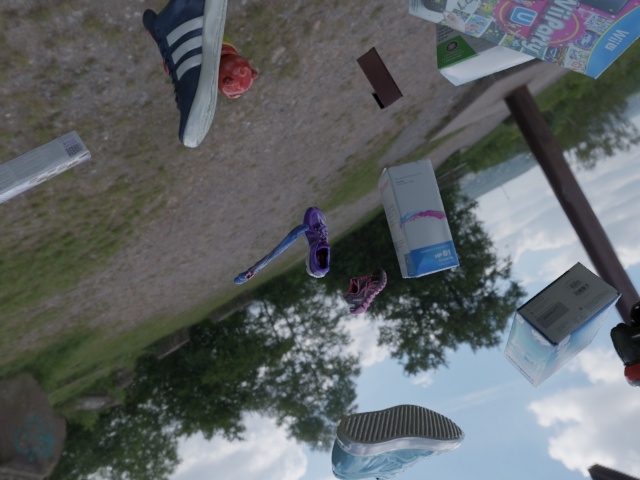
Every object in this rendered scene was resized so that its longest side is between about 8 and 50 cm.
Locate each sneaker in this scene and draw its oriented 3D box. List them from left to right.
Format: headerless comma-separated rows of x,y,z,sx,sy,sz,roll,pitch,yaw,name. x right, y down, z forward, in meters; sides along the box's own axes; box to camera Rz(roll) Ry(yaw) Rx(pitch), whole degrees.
-0.273,-0.361,0.966,0.147,0.351,0.131,7,178,-8,sneaker
0.000,0.000,1.164,0.068,0.170,0.071,-4,170,-24,sneaker
0.084,0.086,0.954,0.047,0.057,0.119,-17,-155,49,sneaker
0.178,0.491,1.180,0.365,0.150,0.135,9,-161,-26,sneaker
0.641,0.150,0.878,0.275,0.135,0.098,-24,156,-4,sneaker

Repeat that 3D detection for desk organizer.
0.132,-0.371,1.140,0.050,0.130,0.047,-35,-167,0,desk organizer

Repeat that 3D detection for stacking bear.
-0.296,-0.498,1.395,0.175,0.289,0.164,-25,141,-35,stacking bear

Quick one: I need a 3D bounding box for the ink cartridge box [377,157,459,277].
0.108,-0.023,0.565,0.052,0.123,0.088,-15,176,-1,ink cartridge box

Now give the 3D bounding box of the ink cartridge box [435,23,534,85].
0.303,-0.430,0.930,0.160,0.220,0.092,-11,165,40,ink cartridge box

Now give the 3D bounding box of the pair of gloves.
-0.100,0.028,0.987,0.159,0.023,0.198,-41,-178,-24,pair of gloves

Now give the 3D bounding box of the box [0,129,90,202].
-0.706,-0.154,1.162,0.323,0.067,0.063,-36,-174,-22,box

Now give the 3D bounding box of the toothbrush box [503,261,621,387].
0.609,0.226,1.278,0.216,0.126,0.296,-34,144,-10,toothbrush box

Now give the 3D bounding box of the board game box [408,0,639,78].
0.274,-0.347,0.646,0.224,0.303,0.098,29,85,-81,board game box
